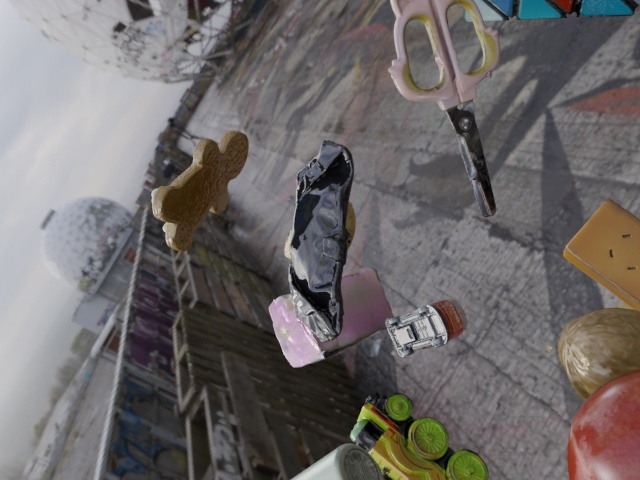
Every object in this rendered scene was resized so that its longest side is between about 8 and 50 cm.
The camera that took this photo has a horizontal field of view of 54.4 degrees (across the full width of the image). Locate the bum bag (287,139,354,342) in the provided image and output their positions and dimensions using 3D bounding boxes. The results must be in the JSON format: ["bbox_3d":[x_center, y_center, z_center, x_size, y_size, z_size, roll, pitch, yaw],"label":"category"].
[{"bbox_3d":[0.000,0.000,0.955,0.137,0.074,0.310,-3,81,55],"label":"bum bag"}]

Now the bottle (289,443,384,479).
[{"bbox_3d":[-0.018,0.411,0.952,0.245,0.104,0.104,-43,23,26],"label":"bottle"}]

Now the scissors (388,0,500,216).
[{"bbox_3d":[0.182,-0.178,0.810,0.160,0.317,0.024,-23,14,-10],"label":"scissors"}]

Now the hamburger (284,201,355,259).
[{"bbox_3d":[0.000,-0.012,1.115,0.138,0.083,0.147,-1,67,64],"label":"hamburger"}]

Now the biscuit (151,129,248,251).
[{"bbox_3d":[-0.193,-0.096,1.030,0.240,0.035,0.158,-56,-21,-37],"label":"biscuit"}]

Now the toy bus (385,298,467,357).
[{"bbox_3d":[0.191,0.152,1.108,0.077,0.079,0.174,-17,-10,-29],"label":"toy bus"}]

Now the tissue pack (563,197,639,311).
[{"bbox_3d":[0.862,0.050,1.769,0.194,0.274,0.145,-47,-21,-2],"label":"tissue pack"}]

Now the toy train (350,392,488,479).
[{"bbox_3d":[0.187,0.430,1.227,0.160,0.296,0.100,-40,-23,-32],"label":"toy train"}]

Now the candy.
[{"bbox_3d":[0.033,0.158,1.344,0.265,0.155,0.116,-16,-9,-46],"label":"candy"}]

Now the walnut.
[{"bbox_3d":[0.631,0.253,1.317,0.225,0.261,0.225,-159,90,-84],"label":"walnut"}]

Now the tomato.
[{"bbox_3d":[0.532,0.357,0.930,0.293,0.325,0.290,-19,20,17],"label":"tomato"}]

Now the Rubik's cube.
[{"bbox_3d":[0.247,-0.389,0.869,0.234,0.250,0.284,142,128,-59],"label":"Rubik's cube"}]
